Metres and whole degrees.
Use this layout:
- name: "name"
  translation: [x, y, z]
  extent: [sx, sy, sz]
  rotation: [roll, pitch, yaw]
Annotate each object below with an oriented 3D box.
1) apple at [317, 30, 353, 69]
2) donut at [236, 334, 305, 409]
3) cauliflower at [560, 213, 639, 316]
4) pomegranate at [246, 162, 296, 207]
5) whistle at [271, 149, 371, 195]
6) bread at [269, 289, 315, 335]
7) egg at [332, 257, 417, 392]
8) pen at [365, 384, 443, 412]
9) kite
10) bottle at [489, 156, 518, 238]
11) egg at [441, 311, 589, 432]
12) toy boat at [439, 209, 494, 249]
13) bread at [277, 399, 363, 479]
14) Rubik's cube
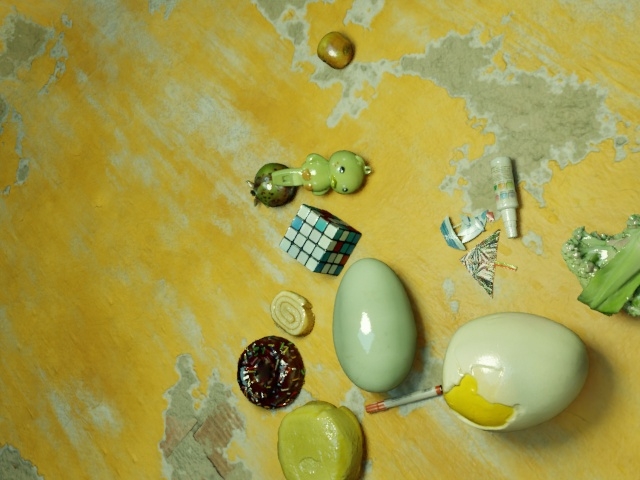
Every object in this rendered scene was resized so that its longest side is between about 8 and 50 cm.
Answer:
- name: "apple"
  translation: [0.047, -0.595, 2.026]
  extent: [0.114, 0.099, 0.102]
  rotation: [38, 100, 32]
- name: "donut"
  translation: [-0.163, 0.410, 2.009]
  extent: [0.235, 0.089, 0.235]
  rotation: [-5, 80, 28]
- name: "cauliflower"
  translation: [0.695, 0.044, 1.462]
  extent: [0.239, 0.315, 0.256]
  rotation: [-11, 63, -12]
- name: "pomegranate"
  translation: [-0.161, -0.170, 2.065]
  extent: [0.169, 0.148, 0.148]
  rotation: [-26, 71, 31]
- name: "whistle"
  translation: [0.004, -0.190, 1.933]
  extent: [0.294, 0.141, 0.141]
  rotation: [-12, 75, -1]
- name: "bread"
  translation: [-0.087, 0.221, 1.999]
  extent: [0.149, 0.073, 0.122]
  rotation: [35, 98, 29]
- name: "egg"
  translation: [0.146, 0.228, 1.776]
  extent: [0.230, 0.230, 0.371]
  rotation: [-13, 70, 28]
- name: "pen"
  translation: [0.231, 0.444, 1.810]
  extent: [0.239, 0.028, 0.028]
  rotation: [-22, 72, 25]
- name: "kite"
  translation: [0.450, 0.060, 1.750]
  extent: [0.159, 0.010, 0.190]
  rotation: [4, 86, 30]
- name: "bottle"
  translation: [0.492, -0.113, 1.721]
  extent: [0.060, 0.060, 0.217]
  rotation: [-11, 76, 28]
- name: "egg"
  translation: [0.462, 0.309, 1.552]
  extent: [0.345, 0.283, 0.283]
  rotation: [-14, 76, 22]
- name: "toy boat"
  translation: [0.404, -0.026, 1.784]
  extent: [0.149, 0.034, 0.105]
  rotation: [-5, 77, 17]
- name: "bread"
  translation: [-0.003, 0.592, 1.857]
  extent: [0.270, 0.148, 0.270]
  rotation: [-4, 83, 33]
- name: "Rubik's cube"
  translation: [0.000, 0.000, 1.938]
  extent: [0.155, 0.151, 0.154]
  rotation: [34, 101, 28]
